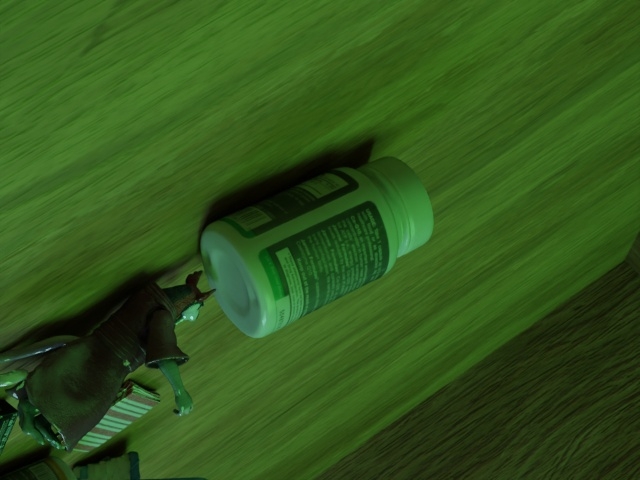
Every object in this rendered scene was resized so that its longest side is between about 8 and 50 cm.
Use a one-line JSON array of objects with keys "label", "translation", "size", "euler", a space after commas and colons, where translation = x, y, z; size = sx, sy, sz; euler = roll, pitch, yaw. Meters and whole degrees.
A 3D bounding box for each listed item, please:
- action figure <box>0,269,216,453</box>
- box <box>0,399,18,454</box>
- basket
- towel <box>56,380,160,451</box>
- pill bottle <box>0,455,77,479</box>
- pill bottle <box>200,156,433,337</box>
[{"label": "action figure", "translation": [-0.334, 0.164, 1.575], "size": [0.370, 0.248, 0.276], "euler": [-45, 117, -13]}, {"label": "box", "translation": [-0.591, 0.358, 1.567], "size": [0.184, 0.045, 0.191], "euler": [-2, 121, -63]}, {"label": "basket", "translation": [-0.399, 0.570, 2.100], "size": [0.289, 0.201, 0.255], "euler": [8, 140, -17]}, {"label": "towel", "translation": [-0.419, 0.351, 1.924], "size": [0.197, 0.029, 0.144], "euler": [-35, 158, 1]}, {"label": "pill bottle", "translation": [-0.594, 0.524, 1.821], "size": [0.278, 0.162, 0.162], "euler": [-19, 151, -38]}, {"label": "pill bottle", "translation": [0.000, 0.000, 1.633], "size": [0.361, 0.204, 0.204], "euler": [-25, 154, -26]}]
